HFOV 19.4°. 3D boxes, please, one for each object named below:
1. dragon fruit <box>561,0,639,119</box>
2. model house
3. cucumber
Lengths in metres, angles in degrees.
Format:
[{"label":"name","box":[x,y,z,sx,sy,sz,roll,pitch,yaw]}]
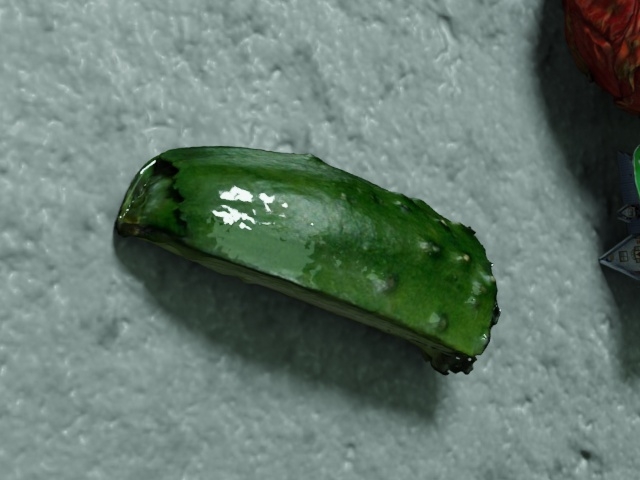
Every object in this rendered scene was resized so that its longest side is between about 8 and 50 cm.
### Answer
[{"label":"dragon fruit","box":[0.356,-0.244,1.697,0.277,0.277,0.342,38,44,-25]},{"label":"model house","box":[0.307,-0.012,1.731,0.117,0.088,0.167,-11,93,-36]},{"label":"cucumber","box":[0.001,-0.003,1.510,0.325,0.105,0.145,20,72,-29]}]
